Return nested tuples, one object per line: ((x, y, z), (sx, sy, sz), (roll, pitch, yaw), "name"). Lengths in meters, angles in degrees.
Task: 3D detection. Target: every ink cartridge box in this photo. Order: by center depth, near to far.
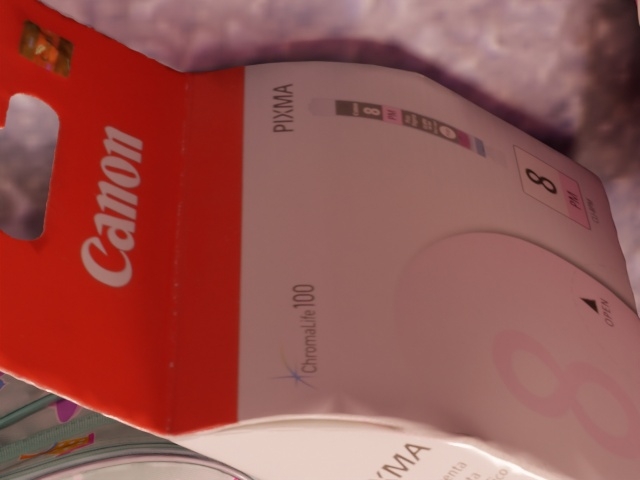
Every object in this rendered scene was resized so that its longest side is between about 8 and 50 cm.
((0.000, 0.000, 0.562), (0.232, 0.189, 0.066), (31, 121, -23), "ink cartridge box")

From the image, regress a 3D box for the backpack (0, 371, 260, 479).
((-0.053, 0.099, 0.614), (0.188, 0.144, 0.166), (-27, 109, -6), "backpack")

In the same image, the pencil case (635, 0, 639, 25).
((0.166, -0.052, 0.643), (0.098, 0.095, 0.209), (-42, 118, -31), "pencil case")
